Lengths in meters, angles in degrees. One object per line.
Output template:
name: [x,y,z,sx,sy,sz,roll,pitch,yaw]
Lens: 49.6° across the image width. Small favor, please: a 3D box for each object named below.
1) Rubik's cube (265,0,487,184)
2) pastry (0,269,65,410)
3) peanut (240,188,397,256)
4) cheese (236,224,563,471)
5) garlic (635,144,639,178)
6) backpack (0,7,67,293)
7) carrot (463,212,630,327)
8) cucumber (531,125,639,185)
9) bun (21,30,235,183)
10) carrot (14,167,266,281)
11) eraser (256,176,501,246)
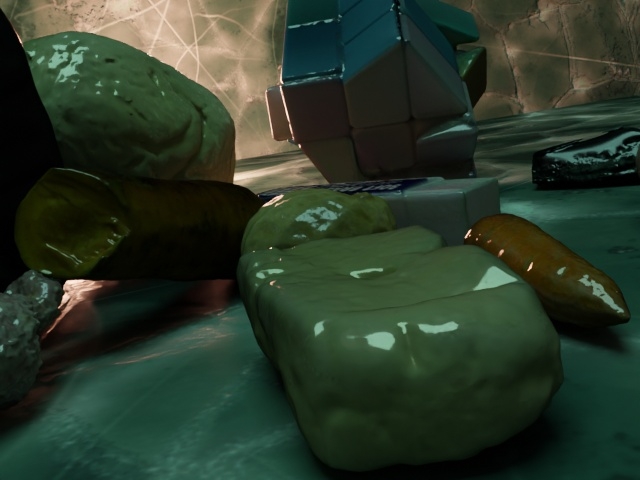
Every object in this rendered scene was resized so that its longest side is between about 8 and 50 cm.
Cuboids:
Rubik's cube: [0.097,-0.229,1.131,0.358,0.368,0.387,-7,46,9]
pastry: [-0.286,0.080,0.475,0.103,0.112,0.265,-37,-15,31]
peanut: [0.000,0.000,0.693,0.159,0.109,0.140,-15,27,-11]
cheese: [0.040,0.056,0.460,0.159,0.093,0.263,-14,15,-12]
garlic: [0.418,-0.066,0.743,0.147,0.102,0.159,-1,17,-36]
backpack: [-0.421,-0.019,0.572,0.255,0.363,0.445,13,39,39]
carrot: [0.184,0.027,0.551,0.072,0.072,0.205,-11,14,-11]
cucumber: [0.426,-0.125,1.066,0.193,0.086,0.115,-10,12,26]
bun: [-0.289,-0.094,0.923,0.349,0.227,0.352,2,-28,-7]
carrot: [-0.152,-0.012,0.709,0.114,0.114,0.302,-2,-2,28]
eraser: [0.062,-0.028,0.834,0.287,0.086,0.130,-1,14,32]
